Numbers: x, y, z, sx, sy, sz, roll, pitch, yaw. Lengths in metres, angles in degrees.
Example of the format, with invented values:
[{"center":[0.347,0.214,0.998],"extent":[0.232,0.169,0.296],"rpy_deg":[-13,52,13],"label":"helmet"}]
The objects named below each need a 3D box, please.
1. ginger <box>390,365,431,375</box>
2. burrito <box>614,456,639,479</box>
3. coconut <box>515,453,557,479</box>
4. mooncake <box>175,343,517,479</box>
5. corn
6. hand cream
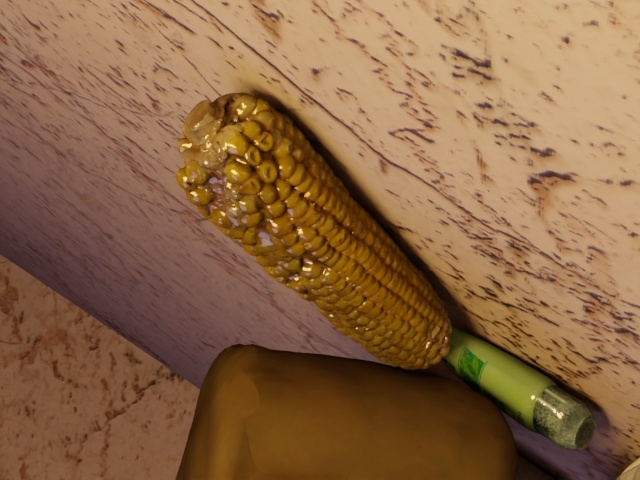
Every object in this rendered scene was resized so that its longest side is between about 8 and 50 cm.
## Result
[{"center":[0.131,0.188,1.305],"extent":[0.162,0.073,0.103],"rpy_deg":[33,180,-11],"label":"ginger"},{"center":[0.297,0.251,1.044],"extent":[0.139,0.101,0.445],"rpy_deg":[36,167,17],"label":"burrito"},{"center":[0.186,0.341,1.424],"extent":[0.224,0.224,0.224],"rpy_deg":[34,166,9],"label":"coconut"},{"center":[-0.013,0.315,1.069],"extent":[0.262,0.467,0.467],"rpy_deg":[15,169,-9],"label":"mooncake"},{"center":[0.000,0.000,0.945],"extent":[0.097,0.097,0.320],"rpy_deg":[20,160,49],"label":"corn"},{"center":[0.157,0.123,1.068],"extent":[0.175,0.046,0.095],"rpy_deg":[29,167,32],"label":"hand cream"}]
